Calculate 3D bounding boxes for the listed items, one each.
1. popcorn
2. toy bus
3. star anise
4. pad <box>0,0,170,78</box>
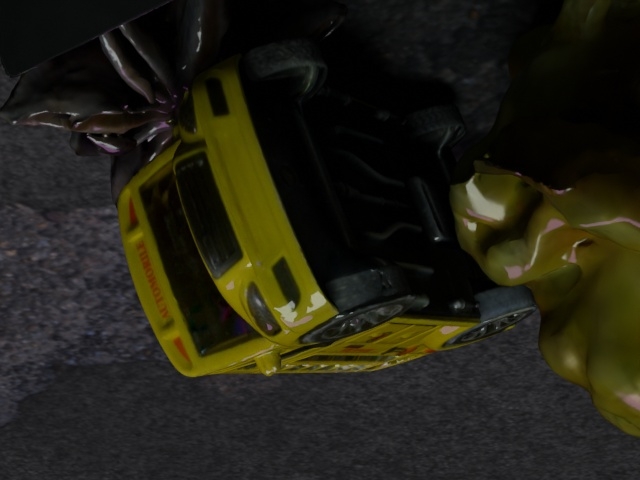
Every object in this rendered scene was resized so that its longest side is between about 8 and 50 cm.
[{"bbox_3d":[0.244,-0.035,0.910,0.321,0.325,0.290,44,153,9],"label":"popcorn"},{"bbox_3d":[0.000,0.000,0.957,0.152,0.144,0.330,-25,167,19],"label":"toy bus"},{"bbox_3d":[-0.093,-0.095,0.975,0.231,0.089,0.209,13,135,-29],"label":"star anise"},{"bbox_3d":[-0.108,-0.165,0.859,0.193,0.116,0.004,-20,-177,32],"label":"pad"}]
